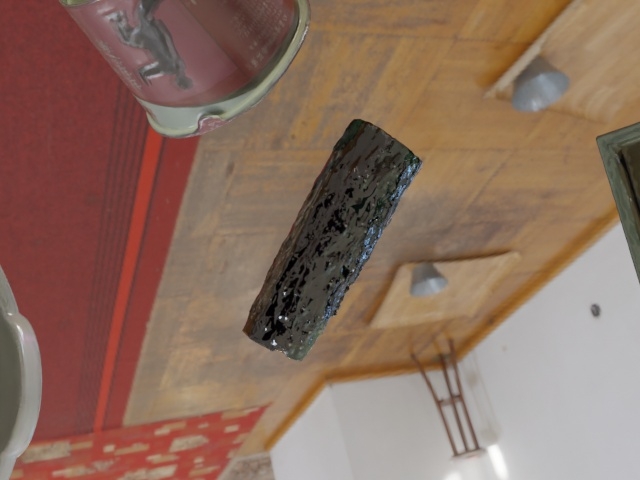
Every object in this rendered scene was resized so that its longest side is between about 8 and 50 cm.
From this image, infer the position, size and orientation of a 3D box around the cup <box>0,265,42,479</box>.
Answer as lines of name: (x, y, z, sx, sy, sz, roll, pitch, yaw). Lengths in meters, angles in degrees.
cup: (-0.280, 0.034, 0.320, 0.257, 0.290, 0.219, -12, 164, 37)

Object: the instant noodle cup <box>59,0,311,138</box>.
instant noodle cup: (-0.151, -0.253, 0.828, 0.234, 0.235, 0.178, -25, 135, 19)

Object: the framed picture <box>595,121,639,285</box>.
framed picture: (0.366, 0.042, 0.553, 0.247, 0.335, 0.022, -19, 172, 32)

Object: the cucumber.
cucumber: (0.000, 0.000, 0.668, 0.211, 0.078, 0.062, -57, 141, -1)
